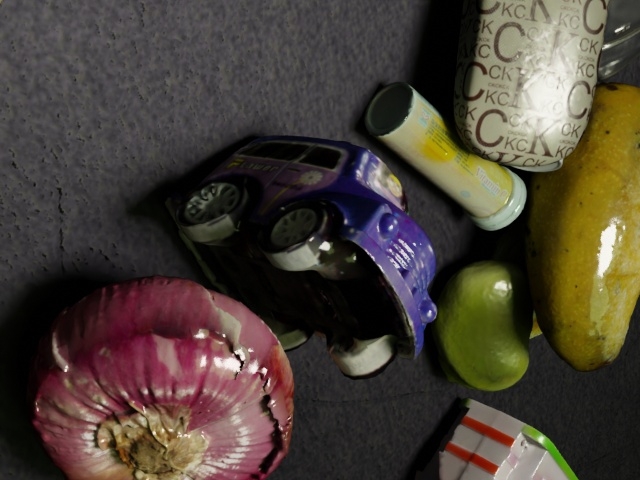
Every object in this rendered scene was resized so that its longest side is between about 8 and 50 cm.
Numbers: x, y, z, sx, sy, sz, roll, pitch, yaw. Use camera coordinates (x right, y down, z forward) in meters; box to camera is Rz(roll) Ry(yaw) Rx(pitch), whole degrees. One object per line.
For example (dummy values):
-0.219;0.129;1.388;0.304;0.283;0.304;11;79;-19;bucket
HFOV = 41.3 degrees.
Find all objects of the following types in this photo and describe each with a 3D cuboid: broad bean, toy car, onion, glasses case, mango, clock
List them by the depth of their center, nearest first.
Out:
-0.128;0.114;0.721;0.229;0.163;0.230;1;132;1;onion
0.000;0.000;0.723;0.158;0.235;0.172;-52;134;-26;toy car
0.214;-0.250;0.837;0.137;0.085;0.355;5;95;-10;glasses case
0.312;-0.022;0.977;0.176;0.175;0.330;27;77;-12;mango
0.196;0.105;1.021;0.124;0.082;0.175;-13;112;-1;broad bean
0.190;0.396;1.097;0.310;0.166;0.235;-55;133;-17;clock

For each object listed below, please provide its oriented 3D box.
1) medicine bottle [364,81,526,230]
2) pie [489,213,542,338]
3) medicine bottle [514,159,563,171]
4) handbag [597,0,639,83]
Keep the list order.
0.135;-0.087;0.900;0.218;0.074;0.074;32;87;-41;medicine bottle
0.273;0.045;1.092;0.186;0.041;0.187;-17;119;-33;pie
0.241;-0.147;0.930;0.080;0.080;0.130;25;73;-43;medicine bottle
0.382;-0.332;0.986;0.254;0.088;0.211;-40;124;-19;handbag
